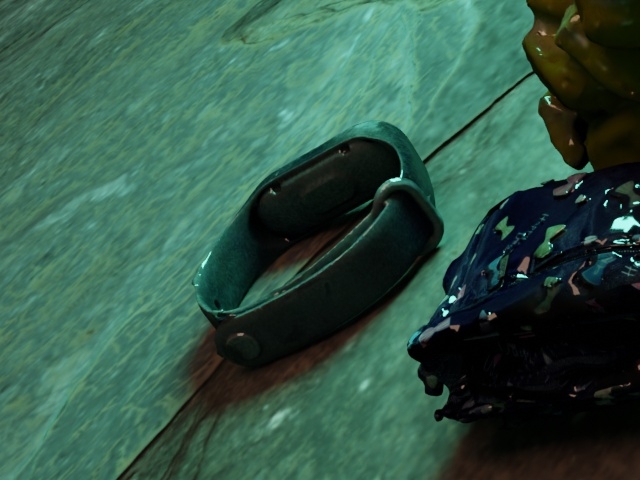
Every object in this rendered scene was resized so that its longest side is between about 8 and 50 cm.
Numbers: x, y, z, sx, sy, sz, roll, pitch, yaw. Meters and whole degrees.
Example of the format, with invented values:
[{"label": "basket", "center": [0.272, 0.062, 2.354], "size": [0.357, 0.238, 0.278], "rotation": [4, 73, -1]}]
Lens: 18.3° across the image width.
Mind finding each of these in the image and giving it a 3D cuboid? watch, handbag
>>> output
[{"label": "watch", "center": [0.000, 0.000, 1.519], "size": [0.206, 0.068, 0.193], "rotation": [-25, 32, 28]}, {"label": "handbag", "center": [0.174, 0.032, 1.210], "size": [0.260, 0.113, 0.162], "rotation": [-15, 27, 38]}]

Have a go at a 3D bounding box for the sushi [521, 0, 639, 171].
[{"label": "sushi", "center": [0.249, -0.200, 1.275], "size": [0.285, 0.329, 0.328], "rotation": [-32, 31, -5]}]
